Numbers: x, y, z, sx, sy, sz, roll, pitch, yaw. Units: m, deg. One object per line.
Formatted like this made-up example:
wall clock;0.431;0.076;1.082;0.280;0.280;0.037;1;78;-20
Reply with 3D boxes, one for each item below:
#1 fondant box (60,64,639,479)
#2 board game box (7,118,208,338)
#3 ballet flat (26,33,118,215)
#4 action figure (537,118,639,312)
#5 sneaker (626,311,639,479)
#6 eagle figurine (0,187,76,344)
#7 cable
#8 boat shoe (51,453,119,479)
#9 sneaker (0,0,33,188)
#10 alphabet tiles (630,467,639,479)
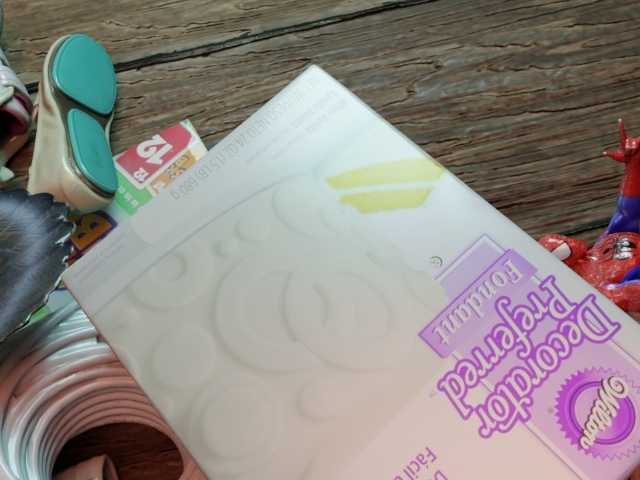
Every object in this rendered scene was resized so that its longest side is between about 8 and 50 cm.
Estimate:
fondant box;0.023;0.067;0.445;0.238;0.096;0.330;-42;66;-9
board game box;-0.215;-0.009;0.663;0.259;0.039;0.124;-30;68;-5
ballet flat;-0.251;-0.113;0.671;0.086;0.086;0.248;-14;48;-2
action figure;0.296;0.000;0.476;0.280;0.139;0.091;5;47;20
sneaker;0.208;0.094;0.568;0.152;0.114;0.305;-29;67;-29
eagle figurine;-0.334;0.070;0.468;0.226;0.298;0.225;26;108;34
cable;-0.153;0.160;0.504;0.257;0.089;0.257;39;47;22
boat shoe;-0.145;0.289;0.506;0.088;0.096;0.267;-30;59;-7
sneaker;-0.348;-0.148;0.700;0.111;0.103;0.252;0;74;0
alphabet tiles;0.309;0.230;0.450;0.284;0.021;0.278;31;56;-14
